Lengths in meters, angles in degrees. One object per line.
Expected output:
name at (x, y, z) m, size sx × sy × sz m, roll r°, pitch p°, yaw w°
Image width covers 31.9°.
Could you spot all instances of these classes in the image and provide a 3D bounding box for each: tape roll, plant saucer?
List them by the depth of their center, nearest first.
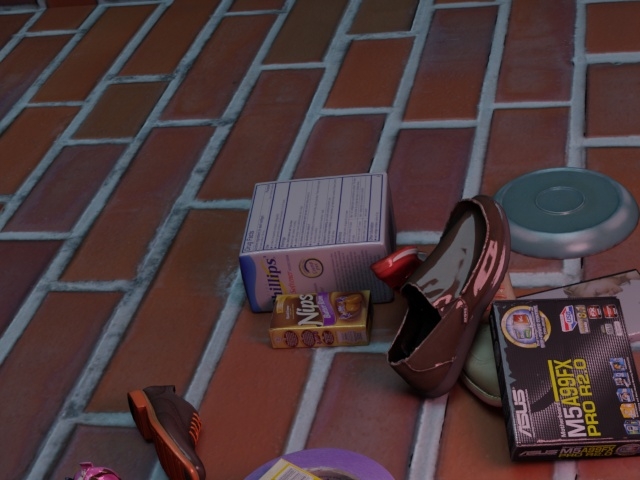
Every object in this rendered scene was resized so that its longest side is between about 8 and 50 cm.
tape roll at (-0.007, 0.439, 1.676) m, size 0.275 × 0.090 × 0.274 m, roll -7°, pitch 33°, yaw 5°
plant saucer at (0.498, -0.070, 2.325) m, size 0.318 × 0.043 × 0.317 m, roll -7°, pitch 35°, yaw 5°

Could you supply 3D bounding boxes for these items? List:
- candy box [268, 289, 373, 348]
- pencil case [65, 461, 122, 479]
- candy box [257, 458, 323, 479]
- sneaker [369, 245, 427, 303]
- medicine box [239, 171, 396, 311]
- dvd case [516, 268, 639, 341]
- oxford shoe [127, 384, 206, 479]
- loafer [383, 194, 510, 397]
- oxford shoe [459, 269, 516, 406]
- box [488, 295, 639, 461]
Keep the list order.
candy box at (0.002, 0.150, 2.129) m, size 0.187 × 0.053 × 0.109 m, roll -5°, pitch 35°, yaw 11°
pencil case at (-0.367, 0.450, 1.750) m, size 0.095 × 0.098 × 0.209 m, roll -8°, pitch 35°, yaw 4°
candy box at (-0.015, 0.396, 1.637) m, size 0.206 × 0.027 × 0.105 m, roll 20°, pitch 47°, yaw 37°
sneaker at (0.172, 0.084, 2.069) m, size 0.087 × 0.128 × 0.221 m, roll -29°, pitch -12°, yaw 23°
medicine box at (0.000, 0.000, 2.262) m, size 0.290 × 0.149 × 0.263 m, roll -5°, pitch 34°, yaw 9°
dvd case at (0.494, 0.134, 2.045) m, size 0.253 × 0.022 × 0.180 m, roll -13°, pitch 34°, yaw -4°
oxford shoe at (-0.242, 0.322, 1.909) m, size 0.098 × 0.096 × 0.271 m, roll -18°, pitch 34°, yaw -21°
loafer at (0.215, 0.085, 1.921) m, size 0.134 × 0.130 × 0.365 m, roll 6°, pitch 75°, yaw 55°
oxford shoe at (0.291, 0.133, 1.988) m, size 0.141 × 0.146 × 0.397 m, roll -11°, pitch 34°, yaw -2°
box at (0.398, 0.219, 1.812) m, size 0.216 × 0.060 × 0.270 m, roll -1°, pitch 54°, yaw -2°
